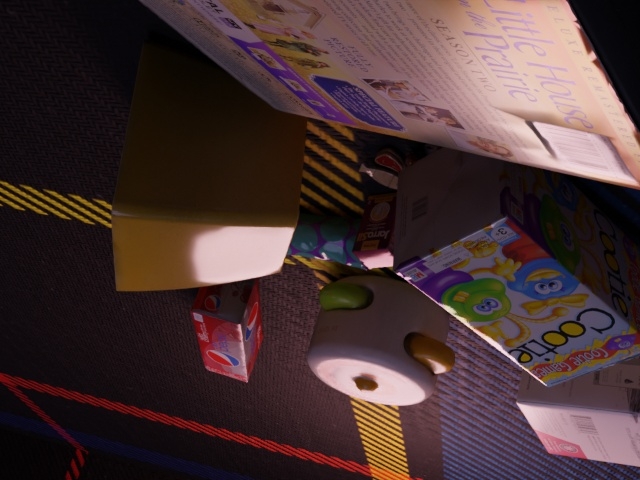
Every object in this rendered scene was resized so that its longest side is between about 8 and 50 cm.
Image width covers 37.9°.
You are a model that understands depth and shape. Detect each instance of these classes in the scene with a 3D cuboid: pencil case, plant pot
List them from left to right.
[{"bbox_3d":[-0.120,-0.064,1.036,0.187,0.212,0.212,8,154,-7],"label":"plant pot"},{"bbox_3d":[0.000,0.000,1.214,0.151,0.064,0.070,8,126,20],"label":"pencil case"}]

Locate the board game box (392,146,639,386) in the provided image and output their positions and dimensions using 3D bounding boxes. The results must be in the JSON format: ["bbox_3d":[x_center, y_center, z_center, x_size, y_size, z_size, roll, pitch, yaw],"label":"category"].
[{"bbox_3d":[0.222,0.021,1.001,0.142,0.144,0.275,-28,130,35],"label":"board game box"}]

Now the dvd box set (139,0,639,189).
[{"bbox_3d":[0.048,-0.157,0.715,0.420,0.062,0.307,18,171,37],"label":"dvd box set"}]

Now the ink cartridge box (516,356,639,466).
[{"bbox_3d":[0.446,0.234,1.315,0.283,0.117,0.207,2,148,30],"label":"ink cartridge box"}]

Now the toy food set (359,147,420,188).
[{"bbox_3d":[0.111,-0.075,1.058,0.122,0.019,0.078,27,152,-8],"label":"toy food set"}]

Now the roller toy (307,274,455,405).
[{"bbox_3d":[0.085,0.154,1.358,0.209,0.146,0.191,17,153,2],"label":"roller toy"}]

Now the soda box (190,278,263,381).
[{"bbox_3d":[-0.150,0.139,1.536,0.083,0.092,0.263,15,152,6],"label":"soda box"}]

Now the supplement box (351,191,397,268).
[{"bbox_3d":[0.079,-0.012,1.121,0.055,0.083,0.043,-6,144,37],"label":"supplement box"}]
